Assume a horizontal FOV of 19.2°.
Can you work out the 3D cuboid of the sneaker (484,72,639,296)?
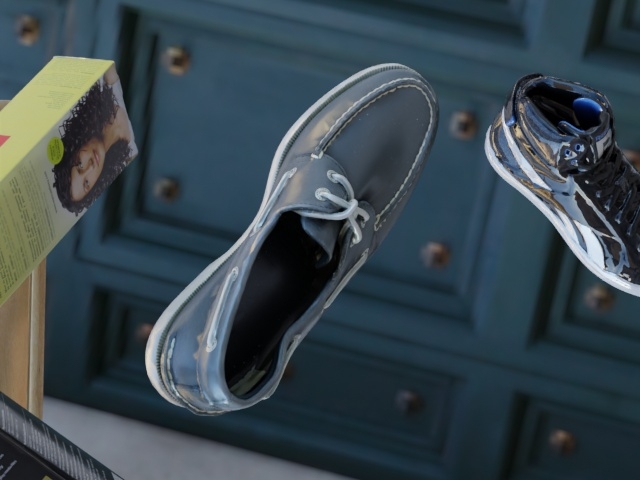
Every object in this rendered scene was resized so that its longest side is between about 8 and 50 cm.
[{"bbox_3d":[0.224,-0.043,1.477,0.079,0.217,0.121,-47,-11,-22],"label":"sneaker"}]

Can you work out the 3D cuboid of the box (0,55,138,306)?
[{"bbox_3d":[-0.215,-0.036,1.335,0.232,0.058,0.087,-54,-37,-43],"label":"box"}]

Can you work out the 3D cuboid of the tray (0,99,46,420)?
[{"bbox_3d":[-0.374,0.065,1.863,0.076,0.203,0.411,-162,73,-79],"label":"tray"}]

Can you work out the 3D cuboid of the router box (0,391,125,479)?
[{"bbox_3d":[-0.288,0.267,1.397,0.309,0.243,0.081,-47,24,7],"label":"router box"}]

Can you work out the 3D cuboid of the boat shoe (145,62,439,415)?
[{"bbox_3d":[0.000,0.000,1.410,0.319,0.116,0.099,-51,25,-15],"label":"boat shoe"}]
